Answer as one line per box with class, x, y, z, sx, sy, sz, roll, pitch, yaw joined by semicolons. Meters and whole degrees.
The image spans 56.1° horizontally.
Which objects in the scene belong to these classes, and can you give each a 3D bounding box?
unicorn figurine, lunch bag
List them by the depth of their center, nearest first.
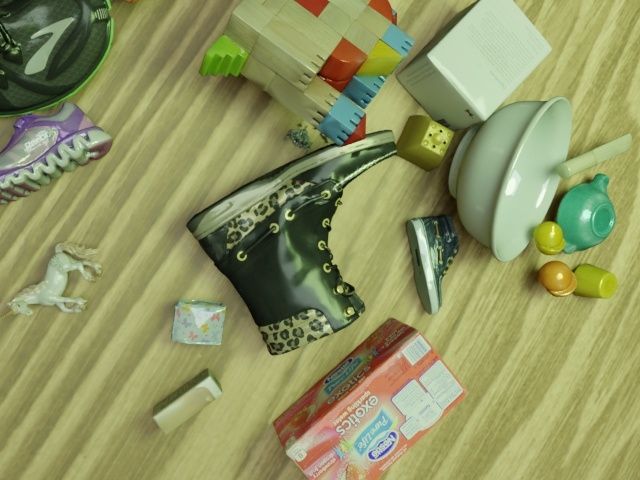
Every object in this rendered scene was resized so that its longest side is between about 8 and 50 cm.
unicorn figurine;-0.429;0.076;0.973;0.111;0.060;0.161;22;71;-13
lunch bag;-0.210;0.138;1.025;0.083;0.053;0.071;6;93;-23

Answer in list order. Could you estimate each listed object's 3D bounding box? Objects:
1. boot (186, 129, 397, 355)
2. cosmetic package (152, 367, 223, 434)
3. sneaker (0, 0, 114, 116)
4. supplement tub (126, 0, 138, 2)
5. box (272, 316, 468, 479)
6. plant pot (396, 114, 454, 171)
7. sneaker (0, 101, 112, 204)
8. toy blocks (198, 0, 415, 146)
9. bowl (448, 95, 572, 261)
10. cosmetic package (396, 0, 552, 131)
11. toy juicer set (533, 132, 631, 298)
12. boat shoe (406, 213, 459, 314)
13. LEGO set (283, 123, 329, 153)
boot;0.000;0.000;1.024;0.378;0.138;0.284;-27;97;-7
cosmetic package;-0.226;0.273;1.023;0.115;0.060;0.041;-35;100;-8
sneaker;-0.533;-0.262;0.853;0.483;0.202;0.185;-20;97;-12
supplement tub;-0.354;-0.526;0.889;0.316;0.193;0.193;45;82;-12
box;0.084;0.296;1.055;0.300;0.142;0.154;-41;101;-8
plant pot;0.196;-0.180;1.090;0.082;0.083;0.081;25;87;-12
sneaker;-0.454;-0.140;0.940;0.236;0.095;0.104;-31;92;-15
toy blocks;0.023;-0.330;0.966;0.261;0.191;0.381;35;57;-8
bowl;0.322;-0.121;1.068;0.298;0.134;0.297;-33;135;-40
cosmetic package;0.267;-0.314;1.066;0.151;0.151;0.183;46;81;-10
toy juicer set;0.483;-0.045;1.152;0.209;0.089;0.328;-1;99;-26
boat shoe;0.220;0.043;1.115;0.083;0.065;0.183;-11;94;-11
LEGO set;-0.023;-0.186;1.068;0.083;0.023;0.054;-28;98;-11
